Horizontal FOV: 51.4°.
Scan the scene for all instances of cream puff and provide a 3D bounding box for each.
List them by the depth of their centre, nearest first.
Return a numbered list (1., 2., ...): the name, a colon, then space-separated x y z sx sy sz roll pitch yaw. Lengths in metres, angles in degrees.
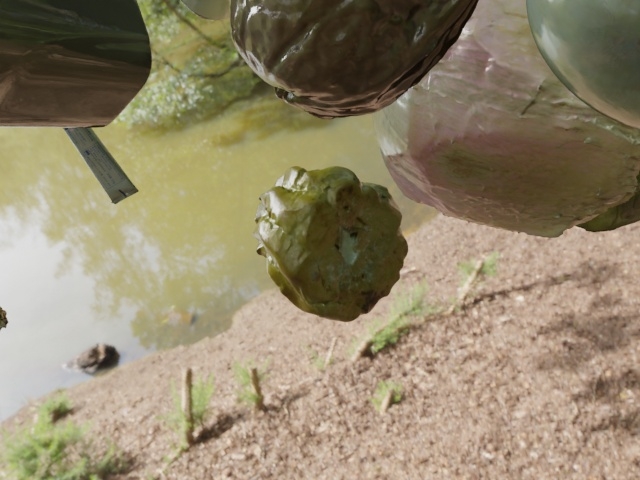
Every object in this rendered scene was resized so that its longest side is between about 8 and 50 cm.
1. cream puff: 0.001 0.001 1.372 0.257 0.324 0.291 14 85 51

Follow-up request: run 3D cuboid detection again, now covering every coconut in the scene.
1. coconut: 0.231 -0.209 0.857 0.405 0.404 0.404 -18 27 9

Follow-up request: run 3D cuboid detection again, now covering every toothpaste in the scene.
1. toothpaste: -0.360 -0.153 1.013 0.052 0.218 0.033 -25 21 15

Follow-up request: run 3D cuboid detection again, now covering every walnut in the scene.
1. walnut: 0.037 -0.198 0.509 0.230 0.178 0.178 -38 23 16

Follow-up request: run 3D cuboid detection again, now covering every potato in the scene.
1. potato: 0.567 -0.120 1.283 0.272 0.111 0.160 -14 52 -21

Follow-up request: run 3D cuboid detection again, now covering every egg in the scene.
1. egg: 0.182 -0.119 0.354 0.114 0.152 0.114 -50 -4 -5

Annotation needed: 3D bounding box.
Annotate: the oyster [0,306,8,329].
1. oyster: -0.659 0.139 1.303 0.148 0.103 0.051 -57 12 40

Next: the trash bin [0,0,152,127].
1. trash bin: -0.354 -0.238 0.770 0.219 0.219 0.250 -31 -16 39

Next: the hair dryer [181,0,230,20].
1. hair dryer: -0.097 -0.369 1.081 0.128 0.362 0.203 -25 -7 -35
